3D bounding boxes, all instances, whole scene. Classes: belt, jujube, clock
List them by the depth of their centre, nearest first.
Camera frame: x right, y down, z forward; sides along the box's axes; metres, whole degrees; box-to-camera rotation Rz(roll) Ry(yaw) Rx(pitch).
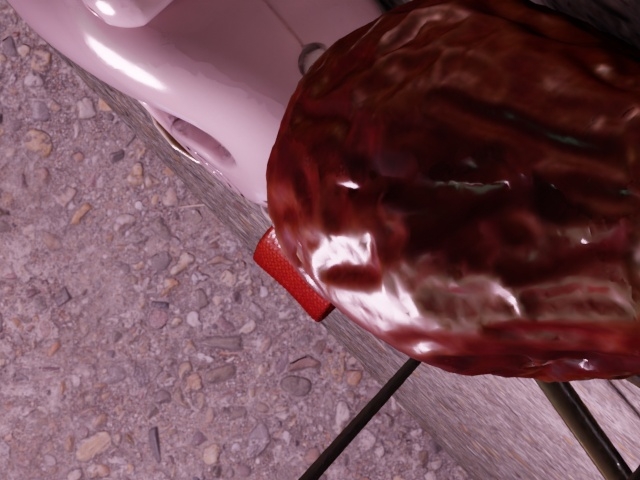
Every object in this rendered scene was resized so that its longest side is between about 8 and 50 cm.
[{"bbox_3d":[0.096,-0.025,0.878,0.290,0.197,0.197,16,153,50],"label":"jujube"},{"bbox_3d":[-0.065,-0.143,1.247,0.326,0.184,0.342,45,180,-37],"label":"clock"},{"bbox_3d":[0.000,0.000,1.832,0.124,0.128,0.201,44,174,4],"label":"belt"}]

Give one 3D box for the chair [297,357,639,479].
[{"bbox_3d":[0.172,0.254,1.446,0.410,0.364,0.362,44,175,-30],"label":"chair"}]
